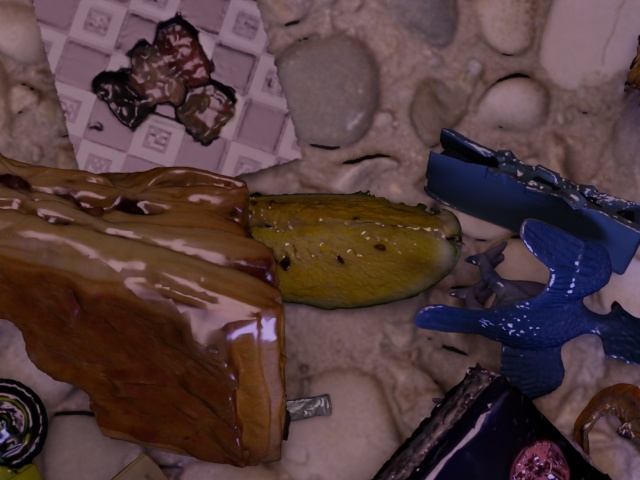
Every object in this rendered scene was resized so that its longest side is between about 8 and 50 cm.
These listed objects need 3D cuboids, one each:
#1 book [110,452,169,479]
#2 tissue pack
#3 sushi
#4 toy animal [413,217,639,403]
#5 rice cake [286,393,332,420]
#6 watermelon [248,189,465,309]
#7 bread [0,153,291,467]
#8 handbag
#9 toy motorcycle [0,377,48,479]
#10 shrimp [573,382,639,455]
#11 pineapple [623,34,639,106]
[{"bbox_3d":[-0.193,0.326,1.848,0.161,0.026,0.231,54,49,-3],"label":"book"},{"bbox_3d":[0.130,0.312,1.849,0.332,0.123,0.245,-47,110,-8],"label":"tissue pack"},{"bbox_3d":[-0.156,-0.160,1.993,0.220,0.047,0.231,-16,85,-7],"label":"sushi"},{"bbox_3d":[0.210,0.072,1.900,0.255,0.239,0.176,-16,44,-42],"label":"toy animal"},{"bbox_3d":[-0.049,0.171,1.949,0.121,0.021,0.022,-9,91,-2],"label":"rice cake"},{"bbox_3d":[0.000,0.000,1.921,0.301,0.129,0.123,4,81,14],"label":"watermelon"},{"bbox_3d":[-0.188,0.044,1.841,0.370,0.314,0.191,17,59,10],"label":"bread"},{"bbox_3d":[0.211,-0.042,1.922,0.221,0.144,0.057,24,80,5],"label":"handbag"},{"bbox_3d":[-0.321,0.311,1.866,0.206,0.142,0.342,-19,81,-6],"label":"toy motorcycle"},{"bbox_3d":[0.297,0.192,1.914,0.091,0.025,0.127,-44,41,0],"label":"shrimp"},{"bbox_3d":[0.472,-0.143,1.928,0.272,0.262,0.262,41,82,-17],"label":"pineapple"}]
